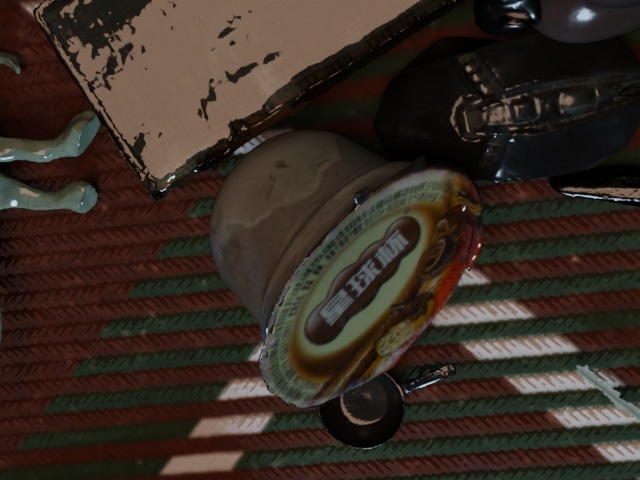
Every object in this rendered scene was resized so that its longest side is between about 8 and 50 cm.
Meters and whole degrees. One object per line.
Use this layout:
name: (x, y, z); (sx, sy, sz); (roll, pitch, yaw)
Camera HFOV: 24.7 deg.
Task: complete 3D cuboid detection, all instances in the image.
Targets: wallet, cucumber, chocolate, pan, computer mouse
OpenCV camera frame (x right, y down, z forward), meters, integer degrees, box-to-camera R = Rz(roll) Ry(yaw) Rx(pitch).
wallet: (-0.028, -0.180, 1.012); (0.317, 0.044, 0.169); (-33, 92, 8)
cucumber: (0.228, -0.037, 1.024); (0.135, 0.033, 0.034); (12, 103, 8)
chocolate: (0.003, -0.002, 1.026); (0.147, 0.221, 0.221); (45, 112, 35)
pan: (0.052, 0.114, 1.103); (0.115, 0.023, 0.068); (-23, 98, 19)
computer mouse: (0.128, -0.092, 1.016); (0.192, 0.062, 0.106); (-7, 103, 15)

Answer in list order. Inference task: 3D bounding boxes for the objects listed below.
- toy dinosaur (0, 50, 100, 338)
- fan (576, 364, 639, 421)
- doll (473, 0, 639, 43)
toy dinosaur: (-0.259, -0.043, 1.093); (0.205, 0.092, 0.393); (6, 106, 8)
fan: (0.315, 0.188, 1.036); (0.329, 0.009, 0.191); (37, 146, 13)
doll: (0.184, -0.192, 0.885); (0.182, 0.257, 0.117); (-20, 89, -3)
